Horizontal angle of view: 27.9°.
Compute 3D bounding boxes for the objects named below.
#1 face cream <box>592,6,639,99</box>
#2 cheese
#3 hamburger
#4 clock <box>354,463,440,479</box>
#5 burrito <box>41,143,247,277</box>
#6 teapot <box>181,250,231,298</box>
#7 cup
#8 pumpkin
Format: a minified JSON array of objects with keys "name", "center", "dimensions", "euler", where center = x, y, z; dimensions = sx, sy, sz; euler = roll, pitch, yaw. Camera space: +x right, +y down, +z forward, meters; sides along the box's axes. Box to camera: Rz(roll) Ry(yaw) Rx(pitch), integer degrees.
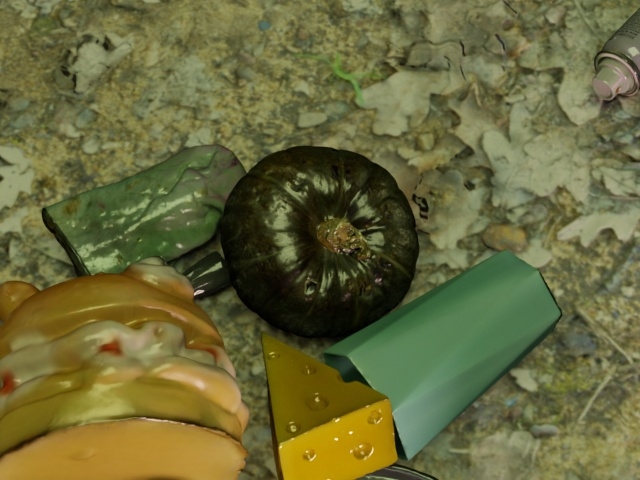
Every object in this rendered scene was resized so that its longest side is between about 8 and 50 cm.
[{"name":"face cream","center":[0.417,-0.259,1.594],"dimensions":[0.075,0.075,0.229],"euler":[40,71,16]},{"name":"cheese","center":[-0.019,0.171,1.338],"dimensions":[0.126,0.093,0.171],"euler":[-21,37,-17]},{"name":"hamburger","center":[-0.214,0.145,1.304],"dimensions":[0.276,0.276,0.236],"euler":[-8,55,-5]},{"name":"clock","center":[0.045,0.380,1.296],"dimensions":[0.319,0.066,0.318],"euler":[0,66,-1]},{"name":"burrito","center":[-0.189,-0.032,1.471],"dimensions":[0.229,0.089,0.144],"euler":[-31,72,-12]},{"name":"teapot","center":[-0.155,0.056,1.455],"dimensions":[0.111,0.043,0.043],"euler":[-29,69,-11]},{"name":"cup","center":[0.138,0.112,1.384],"dimensions":[0.236,0.148,0.134],"euler":[-34,103,-15]},{"name":"pumpkin","center":[0.000,0.000,1.414],"dimensions":[0.224,0.157,0.223],"euler":[3,78,-14]}]
